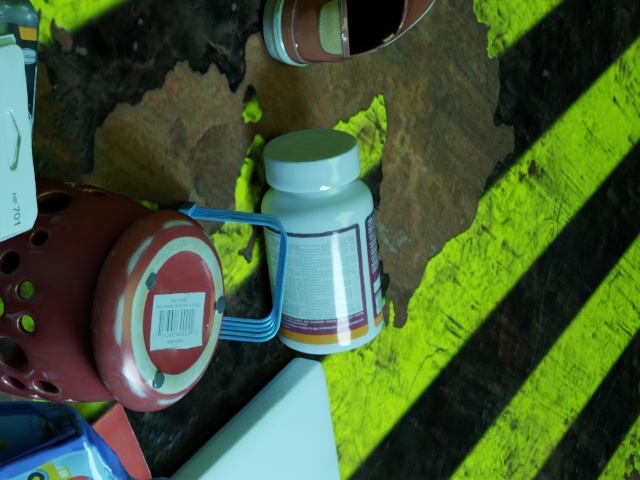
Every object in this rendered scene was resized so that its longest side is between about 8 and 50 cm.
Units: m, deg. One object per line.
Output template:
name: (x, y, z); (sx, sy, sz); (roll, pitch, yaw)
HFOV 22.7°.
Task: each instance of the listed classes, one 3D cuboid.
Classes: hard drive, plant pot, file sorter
hard drive: (-0.088, 0.312, 1.711); (0.353, 0.047, 0.233); (-40, 130, -48)
plant pot: (-0.187, 0.047, 1.349); (0.191, 0.174, 0.191); (-16, 109, -59)
file sorter: (-0.087, 0.030, 1.511); (0.170, 0.104, 0.118); (-129, -134, -85)

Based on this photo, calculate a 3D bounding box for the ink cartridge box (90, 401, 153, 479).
ink cartridge box: (-0.218, 0.335, 1.422); (0.296, 0.066, 0.261); (-43, 133, -35)

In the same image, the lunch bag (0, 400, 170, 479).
lunch bag: (-0.243, 0.216, 1.152); (0.138, 0.293, 0.221); (-96, 169, -47)

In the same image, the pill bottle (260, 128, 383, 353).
pill bottle: (0.000, 0.000, 1.711); (0.121, 0.121, 0.221); (-38, 129, -51)

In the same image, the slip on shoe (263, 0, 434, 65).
slip on shoe: (0.060, -0.261, 1.772); (0.331, 0.101, 0.123); (-31, 121, -55)

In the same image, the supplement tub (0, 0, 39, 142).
supplement tub: (-0.274, -0.118, 1.209); (0.117, 0.117, 0.190); (-7, 103, -59)

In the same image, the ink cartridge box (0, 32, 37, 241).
ink cartridge box: (-0.299, -0.074, 1.101); (0.082, 0.190, 0.140); (-28, 121, -55)
